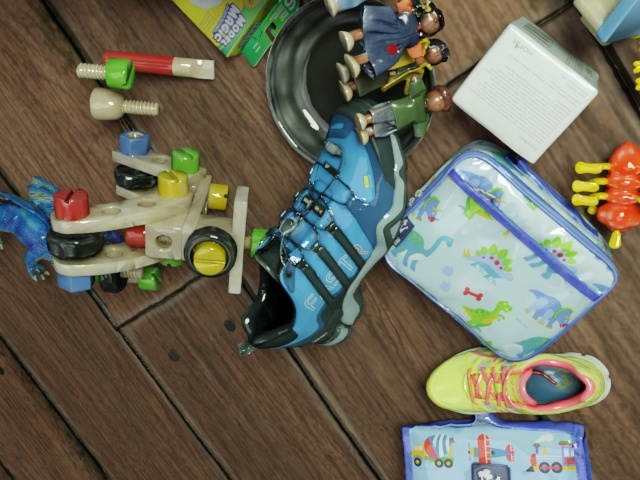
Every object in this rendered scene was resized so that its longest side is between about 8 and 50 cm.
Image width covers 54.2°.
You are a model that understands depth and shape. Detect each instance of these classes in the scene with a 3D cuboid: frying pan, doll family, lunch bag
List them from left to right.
[{"bbox_3d":[0.051,-0.111,0.711,0.197,0.053,0.326,-8,111,28],"label":"frying pan"},{"bbox_3d":[0.068,-0.177,0.543,0.111,0.076,0.193,-21,142,-5],"label":"doll family"},{"bbox_3d":[0.193,0.009,0.680,0.219,0.090,0.176,43,119,1],"label":"lunch bag"},{"bbox_3d":[0.233,0.347,0.802,0.221,0.138,0.293,-7,95,25],"label":"lunch bag"}]

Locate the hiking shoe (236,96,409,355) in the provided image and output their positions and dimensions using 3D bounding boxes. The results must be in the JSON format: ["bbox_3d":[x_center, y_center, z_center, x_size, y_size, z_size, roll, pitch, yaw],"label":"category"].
[{"bbox_3d":[0.000,0.000,0.662,0.113,0.132,0.304,37,125,40],"label":"hiking shoe"}]

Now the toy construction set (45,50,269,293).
[{"bbox_3d":[-0.165,-0.071,0.760,0.237,0.257,0.308,5,93,3],"label":"toy construction set"}]

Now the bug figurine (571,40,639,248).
[{"bbox_3d":[0.386,-0.080,0.565,0.279,0.072,0.216,12,110,24],"label":"bug figurine"}]

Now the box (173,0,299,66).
[{"bbox_3d":[-0.116,-0.293,0.711,0.179,0.043,0.105,45,122,-1],"label":"box"}]

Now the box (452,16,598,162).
[{"bbox_3d":[0.198,-0.147,0.600,0.102,0.101,0.087,40,122,3],"label":"box"}]

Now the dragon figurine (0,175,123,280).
[{"bbox_3d":[-0.430,-0.039,0.930,0.289,0.085,0.144,39,119,-1],"label":"dragon figurine"}]

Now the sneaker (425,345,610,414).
[{"bbox_3d":[0.218,0.162,0.718,0.209,0.094,0.081,-11,81,23],"label":"sneaker"}]

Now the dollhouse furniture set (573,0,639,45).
[{"bbox_3d":[0.277,-0.363,0.494,0.286,0.198,0.303,62,156,23],"label":"dollhouse furniture set"}]
